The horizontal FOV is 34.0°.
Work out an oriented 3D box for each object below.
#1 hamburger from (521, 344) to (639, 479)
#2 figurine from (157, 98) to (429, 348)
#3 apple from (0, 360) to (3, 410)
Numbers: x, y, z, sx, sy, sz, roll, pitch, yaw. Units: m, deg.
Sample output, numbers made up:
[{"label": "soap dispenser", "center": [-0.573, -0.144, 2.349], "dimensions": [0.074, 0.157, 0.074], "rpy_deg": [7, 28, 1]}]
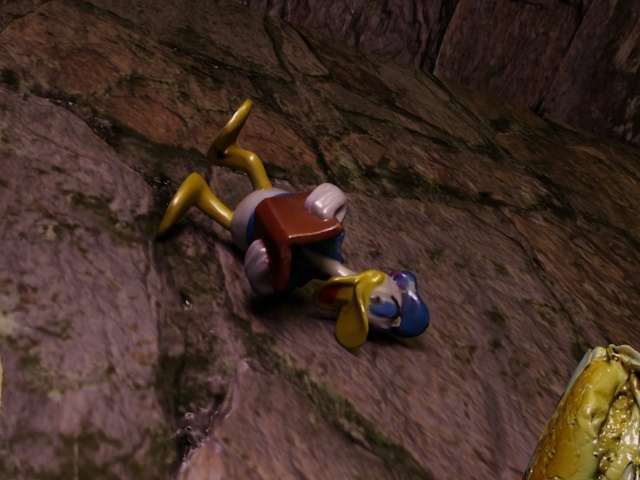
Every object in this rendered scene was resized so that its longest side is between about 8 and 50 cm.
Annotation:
[{"label": "hamburger", "center": [0.262, 0.212, 0.988], "dimensions": [0.125, 0.214, 0.235], "rpy_deg": [18, 25, 15]}, {"label": "figurine", "center": [0.000, 0.000, 1.224], "dimensions": [0.338, 0.204, 0.283], "rpy_deg": [35, -5, -8]}, {"label": "apple", "center": [-0.351, 0.111, 0.608], "dimensions": [0.254, 0.179, 0.346], "rpy_deg": [19, 21, 20]}]
